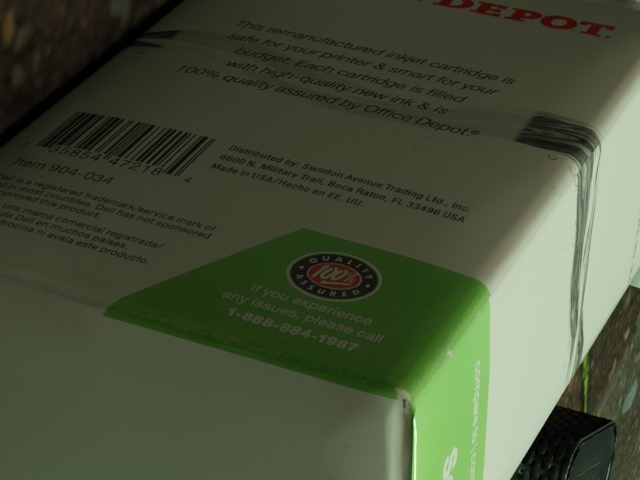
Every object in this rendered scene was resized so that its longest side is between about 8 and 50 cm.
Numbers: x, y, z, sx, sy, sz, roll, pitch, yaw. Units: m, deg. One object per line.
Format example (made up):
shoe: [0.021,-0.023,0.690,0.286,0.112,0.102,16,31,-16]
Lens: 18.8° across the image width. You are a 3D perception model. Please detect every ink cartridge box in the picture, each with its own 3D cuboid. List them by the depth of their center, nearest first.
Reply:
ink cartridge box: [0.000,0.000,0.730,0.273,0.198,0.114,-48,145,-48]

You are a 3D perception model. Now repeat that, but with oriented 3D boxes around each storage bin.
storage bin: [0.136,0.206,1.333,0.122,0.084,0.180,-10,111,-66]

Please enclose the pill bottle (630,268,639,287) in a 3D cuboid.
pill bottle: [0.261,-0.043,1.476,0.086,0.086,0.152,-42,141,-54]
